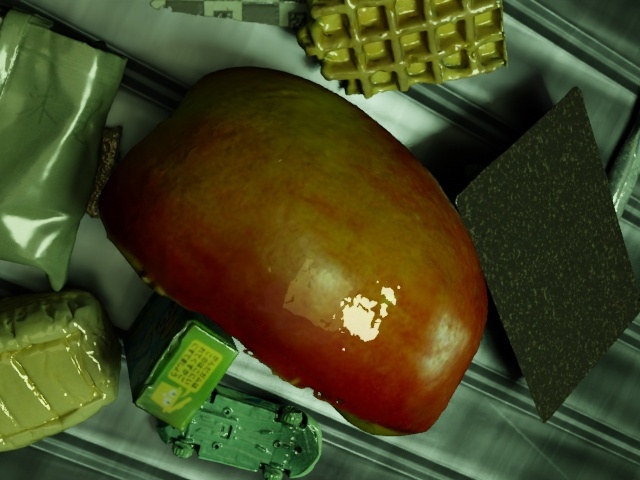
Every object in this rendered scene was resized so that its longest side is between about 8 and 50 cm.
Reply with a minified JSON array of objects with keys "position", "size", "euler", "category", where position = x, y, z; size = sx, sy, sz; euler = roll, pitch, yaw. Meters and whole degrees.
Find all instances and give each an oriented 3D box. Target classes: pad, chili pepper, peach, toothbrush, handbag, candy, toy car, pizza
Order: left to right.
[{"position":[-0.361,-0.112,0.852],"size":[0.316,0.109,0.253],"euler":[18,101,-10],"category":"handbag"},{"position":[-0.258,-0.078,0.932],"size":[0.099,0.029,0.100],"euler":[12,97,-8],"category":"pizza"},{"position":[-0.144,0.103,0.909],"size":[0.062,0.194,0.097],"euler":[34,93,-19],"category":"candy"},{"position":[-0.089,0.213,1.020],"size":[0.186,0.058,0.093],"euler":[16,99,-4],"category":"toy car"},{"position":[0.000,0.000,0.873],"size":[0.380,0.306,0.242],"euler":[42,98,-13],"category":"peach"},{"position":[0.198,-0.051,1.043],"size":[0.034,0.030,0.091],"euler":[-22,106,18],"category":"chili pepper"},{"position":[0.268,0.022,1.016],"size":[0.220,0.004,0.330],"euler":[-41,122,-25],"category":"pad"},{"position":[0.389,-0.154,1.062],"size":[0.035,0.042,0.413],"euler":[18,100,-17],"category":"toothbrush"}]

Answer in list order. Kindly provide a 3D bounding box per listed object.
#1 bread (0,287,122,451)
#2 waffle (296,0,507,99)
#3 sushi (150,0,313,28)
[{"position":[-0.321,0.136,0.919],"size":[0.236,0.106,0.140],"euler":[-20,114,-7],"category":"bread"},{"position":[0.078,-0.230,0.924],"size":[0.211,0.055,0.160],"euler":[-12,130,2],"category":"waffle"},{"position":[-0.052,-0.312,0.917],"size":[0.210,0.040,0.192],"euler":[7,101,-15],"category":"sushi"}]
